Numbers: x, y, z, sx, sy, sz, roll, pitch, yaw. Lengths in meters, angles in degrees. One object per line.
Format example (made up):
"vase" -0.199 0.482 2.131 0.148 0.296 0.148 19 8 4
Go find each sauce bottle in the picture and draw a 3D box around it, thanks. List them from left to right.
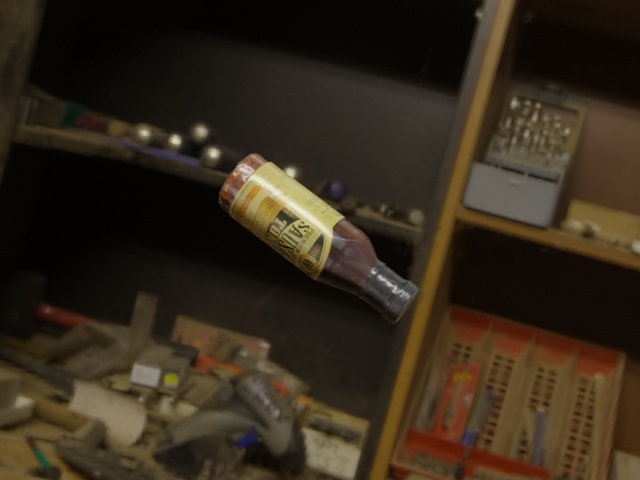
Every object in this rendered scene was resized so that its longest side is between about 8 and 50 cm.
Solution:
"sauce bottle" 0.000 0.000 0.637 0.128 0.042 0.042 36 9 11
